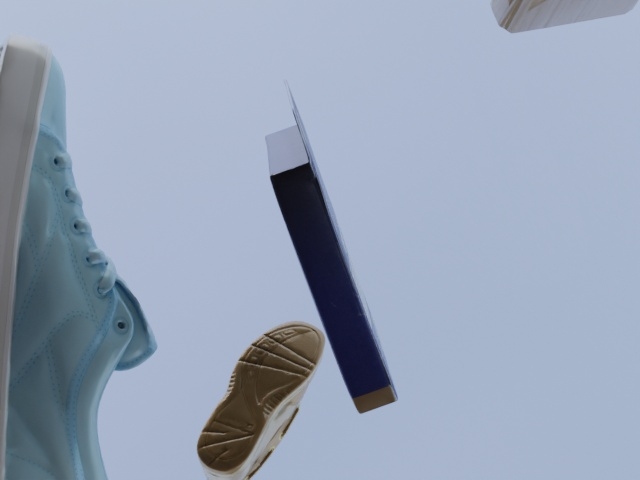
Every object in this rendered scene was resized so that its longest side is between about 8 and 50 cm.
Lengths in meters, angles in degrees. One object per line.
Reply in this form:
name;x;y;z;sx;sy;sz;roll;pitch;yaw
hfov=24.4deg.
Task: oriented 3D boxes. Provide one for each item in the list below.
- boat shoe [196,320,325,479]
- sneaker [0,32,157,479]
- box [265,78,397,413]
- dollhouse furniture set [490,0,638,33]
boat shoe;-0.050;0.138;1.231;0.063;0.059;0.170;24;-129;18
sneaker;-0.196;0.035;1.097;0.150;0.135;0.366;4;-88;-22
box;0.000;0.000;1.084;0.036;0.136;0.225;-18;-74;2
dollhouse furniture set;0.238;-0.273;0.646;0.394;0.362;0.256;-12;-110;-17
